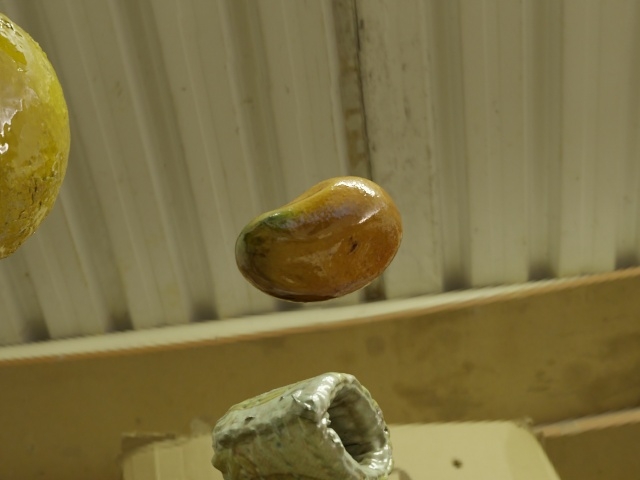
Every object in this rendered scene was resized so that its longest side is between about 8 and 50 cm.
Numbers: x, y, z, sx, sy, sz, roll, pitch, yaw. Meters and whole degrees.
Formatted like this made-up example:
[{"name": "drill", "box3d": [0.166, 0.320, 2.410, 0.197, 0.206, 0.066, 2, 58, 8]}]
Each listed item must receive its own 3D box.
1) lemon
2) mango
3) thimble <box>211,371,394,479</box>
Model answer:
[{"name": "lemon", "box3d": [-0.251, -0.066, 0.625, 0.173, 0.206, 0.173, -14, -24, -6]}, {"name": "mango", "box3d": [0.001, 0.005, 0.831, 0.165, 0.089, 0.115, -28, -38, -30]}, {"name": "thimble", "box3d": [-0.020, 0.219, 1.020, 0.143, 0.138, 0.190, -20, -28, 20]}]
